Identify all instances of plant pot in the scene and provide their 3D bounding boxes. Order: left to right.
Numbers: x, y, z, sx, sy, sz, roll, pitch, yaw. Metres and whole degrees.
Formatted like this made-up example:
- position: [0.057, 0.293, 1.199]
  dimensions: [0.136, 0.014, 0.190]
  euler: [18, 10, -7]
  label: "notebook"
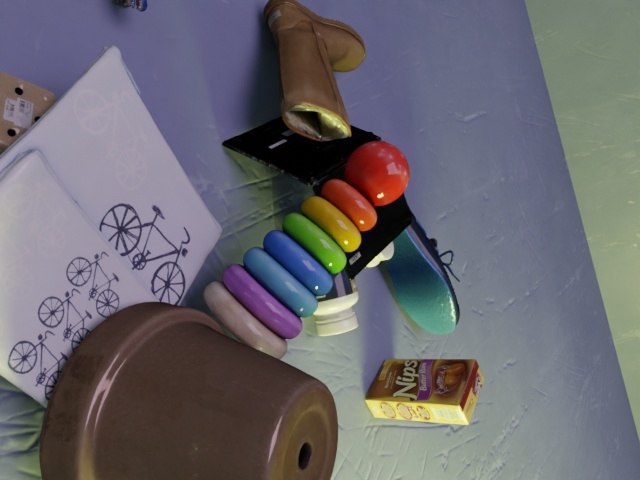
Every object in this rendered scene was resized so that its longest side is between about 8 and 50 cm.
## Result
- position: [-0.335, -0.119, 0.597]
  dimensions: [0.109, 0.096, 0.109]
  euler: [18, 66, -46]
  label: "plant pot"
- position: [-0.113, 0.203, 0.619]
  dimensions: [0.263, 0.229, 0.263]
  euler: [-8, 99, -61]
  label: "plant pot"

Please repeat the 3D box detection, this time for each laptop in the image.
- position: [0.007, -0.095, 0.968]
  dimensions: [0.234, 0.264, 0.136]
  euler: [-38, 147, -48]
  label: "laptop"

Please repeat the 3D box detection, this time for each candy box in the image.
- position: [0.185, 0.267, 1.040]
  dimensions: [0.109, 0.187, 0.053]
  euler: [-52, 122, -45]
  label: "candy box"

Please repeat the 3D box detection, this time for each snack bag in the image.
- position: [-0.234, 0.013, 0.648]
  dimensions: [0.342, 0.037, 0.323]
  euler: [-66, 148, -35]
  label: "snack bag"

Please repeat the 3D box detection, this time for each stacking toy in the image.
- position: [0.000, 0.000, 0.788]
  dimensions: [0.330, 0.141, 0.141]
  euler: [-47, 123, -3]
  label: "stacking toy"

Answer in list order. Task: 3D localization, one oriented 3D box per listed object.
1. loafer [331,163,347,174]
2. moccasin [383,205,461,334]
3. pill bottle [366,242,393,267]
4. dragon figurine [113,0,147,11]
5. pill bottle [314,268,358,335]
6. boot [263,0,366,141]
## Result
- position: [0.041, -0.133, 1.090]
  dimensions: [0.056, 0.050, 0.148]
  euler: [12, 55, -51]
  label: "loafer"
- position: [0.200, 0.028, 1.167]
  dimensions: [0.342, 0.138, 0.117]
  euler: [63, 37, -18]
  label: "moccasin"
- position: [0.068, 0.018, 1.025]
  dimensions: [0.065, 0.116, 0.065]
  euler: [17, 67, -46]
  label: "pill bottle"
- position: [-0.292, -0.433, 0.718]
  dimensions: [0.144, 0.085, 0.289]
  euler: [-25, 113, -47]
  label: "dragon figurine"
- position: [0.010, 0.067, 0.960]
  dimensions: [0.094, 0.094, 0.169]
  euler: [-14, 91, -51]
  label: "pill bottle"
- position: [0.009, -0.277, 1.002]
  dimensions: [0.236, 0.089, 0.269]
  euler: [12, 50, -35]
  label: "boot"
